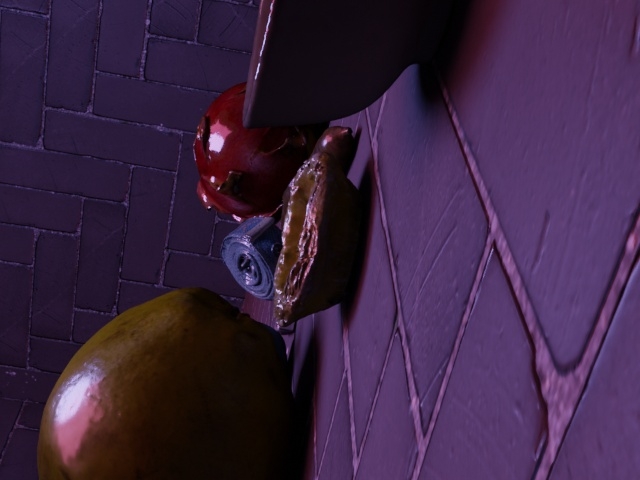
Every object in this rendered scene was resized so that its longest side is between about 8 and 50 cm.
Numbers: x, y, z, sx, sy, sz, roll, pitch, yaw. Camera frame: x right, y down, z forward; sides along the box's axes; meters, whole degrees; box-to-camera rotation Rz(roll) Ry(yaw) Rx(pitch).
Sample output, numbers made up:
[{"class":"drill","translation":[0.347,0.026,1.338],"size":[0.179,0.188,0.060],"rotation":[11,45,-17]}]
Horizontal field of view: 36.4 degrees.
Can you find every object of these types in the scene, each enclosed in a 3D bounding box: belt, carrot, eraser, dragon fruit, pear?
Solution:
[{"class":"belt","translation":[-0.102,0.029,1.698],"size":[0.082,0.148,0.163],"rotation":[-44,21,-24]},{"class":"carrot","translation":[-0.007,-0.078,1.328],"size":[0.342,0.070,0.070],"rotation":[117,162,-66]},{"class":"eraser","translation":[-0.060,0.131,1.644],"size":[0.122,0.029,0.052],"rotation":[131,148,-78]},{"class":"dragon fruit","translation":[-0.112,-0.158,1.697],"size":[0.315,0.250,0.250],"rotation":[169,111,-66]},{"class":"pear","translation":[-0.207,0.268,1.300],"size":[0.352,0.351,0.414],"rotation":[-102,35,-74]}]

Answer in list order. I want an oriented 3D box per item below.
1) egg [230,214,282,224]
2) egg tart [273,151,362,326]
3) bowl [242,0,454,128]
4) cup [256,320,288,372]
[{"class":"egg","translation":[-0.139,-0.114,2.129],"size":[0.231,0.169,0.169],"rotation":[89,-176,-50]},{"class":"egg tart","translation":[0.000,0.000,1.069],"size":[0.197,0.078,0.197],"rotation":[-170,90,-82]},{"class":"bowl","translation":[0.031,-0.220,0.798],"size":[0.289,0.146,0.289],"rotation":[-169,90,-83]},{"class":"cup","translation":[-0.129,0.240,1.548],"size":[0.173,0.167,0.300],"rotation":[-102,-6,-51]}]
